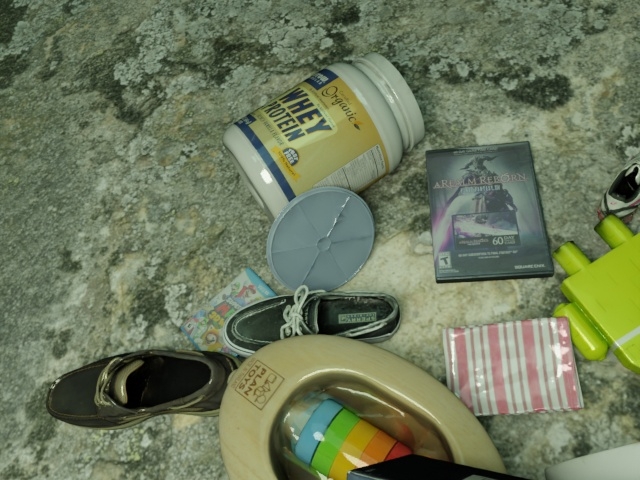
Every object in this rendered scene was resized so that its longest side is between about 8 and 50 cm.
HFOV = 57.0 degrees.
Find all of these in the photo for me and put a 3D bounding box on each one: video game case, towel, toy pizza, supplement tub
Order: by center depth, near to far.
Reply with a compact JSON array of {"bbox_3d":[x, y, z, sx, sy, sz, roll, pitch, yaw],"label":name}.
[{"bbox_3d":[0.292,0.196,0.910,0.197,0.029,0.144,-7,76,9],"label":"towel"},{"bbox_3d":[0.000,0.000,1.015,0.201,0.201,0.032,-34,32,-7],"label":"toy pizza"},{"bbox_3d":[-0.154,0.141,1.062,0.166,0.015,0.119,-42,62,-12],"label":"video game case"},{"bbox_3d":[0.297,-0.056,1.067,0.196,0.026,0.274,-4,63,9],"label":"video game case"},{"bbox_3d":[0.007,-0.180,1.077,0.316,0.228,0.228,-33,61,-7],"label":"supplement tub"}]

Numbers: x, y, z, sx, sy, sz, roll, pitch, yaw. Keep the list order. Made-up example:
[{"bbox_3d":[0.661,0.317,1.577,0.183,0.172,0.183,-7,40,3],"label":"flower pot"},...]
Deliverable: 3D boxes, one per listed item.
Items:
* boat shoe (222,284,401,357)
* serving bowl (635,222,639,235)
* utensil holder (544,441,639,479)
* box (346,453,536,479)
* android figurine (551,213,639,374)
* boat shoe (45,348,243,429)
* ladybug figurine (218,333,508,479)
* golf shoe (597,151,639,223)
[{"bbox_3d":[-0.020,0.134,0.977,0.306,0.105,0.113,-1,68,7],"label":"boat shoe"},{"bbox_3d":[0.576,-0.012,0.983,0.083,0.027,0.083,-5,61,8],"label":"serving bowl"},{"bbox_3d":[0.465,0.407,0.619,0.327,0.327,0.385,-14,63,4],"label":"utensil holder"},{"bbox_3d":[0.171,0.374,0.516,0.296,0.182,0.294,1,78,30],"label":"box"},{"bbox_3d":[0.499,0.093,0.917,0.248,0.056,0.273,-34,66,-1],"label":"android figurine"},{"bbox_3d":[-0.302,0.230,0.971,0.355,0.130,0.132,-11,62,10],"label":"boat shoe"},{"bbox_3d":[0.052,0.312,0.843,0.449,0.162,0.305,31,71,24],"label":"ladybug figurine"},{"bbox_3d":[0.549,-0.108,1.008,0.067,0.086,0.186,34,72,27],"label":"golf shoe"}]
